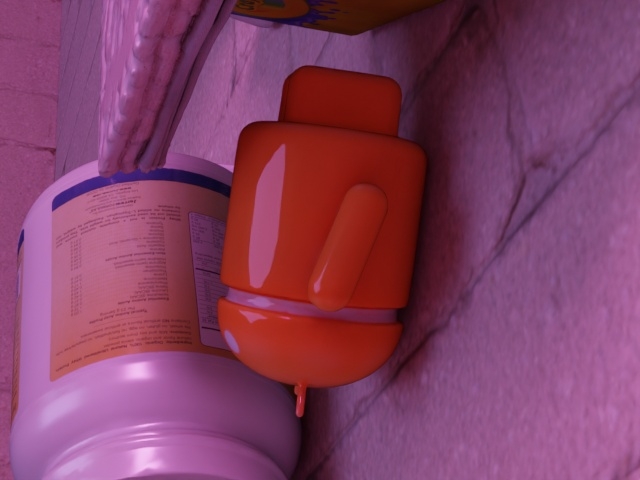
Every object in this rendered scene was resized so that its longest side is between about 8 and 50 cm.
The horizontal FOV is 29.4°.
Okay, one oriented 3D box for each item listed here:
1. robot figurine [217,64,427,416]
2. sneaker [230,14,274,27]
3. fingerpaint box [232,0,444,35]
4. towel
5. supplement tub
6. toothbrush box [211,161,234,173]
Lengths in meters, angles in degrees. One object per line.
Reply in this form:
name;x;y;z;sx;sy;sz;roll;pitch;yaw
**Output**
robot figurine;0.000;0.000;0.792;0.158;0.128;0.219;10;93;44
sneaker;-0.043;-0.260;1.108;0.212;0.080;0.094;-178;106;-73
fingerpaint box;0.050;-0.337;0.706;0.445;0.163;0.370;-177;94;-72
towel;-0.080;-0.246;0.718;0.332;0.054;0.316;125;146;-56
supplement tub;-0.137;0.107;1.005;0.228;0.228;0.316;115;154;-44
toothbrush box;-0.184;0.077;1.317;0.216;0.126;0.295;147;129;-66
